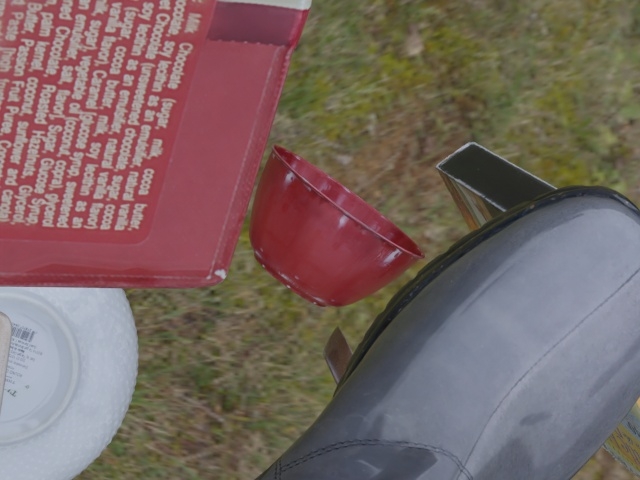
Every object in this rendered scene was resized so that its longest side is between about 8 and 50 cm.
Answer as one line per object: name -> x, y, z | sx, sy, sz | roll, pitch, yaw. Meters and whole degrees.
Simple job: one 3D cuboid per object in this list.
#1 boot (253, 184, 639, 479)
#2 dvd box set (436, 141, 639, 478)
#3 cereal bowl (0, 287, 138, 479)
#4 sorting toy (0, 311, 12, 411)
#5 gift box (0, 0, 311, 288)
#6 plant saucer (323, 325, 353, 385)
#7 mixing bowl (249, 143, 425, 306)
boot -> 0.038, 0.119, 0.596 | 0.338, 0.223, 0.118 | -45, 99, -2
dvd box set -> 0.301, 0.102, 1.784 | 0.062, 0.307, 0.420 | -34, 116, -6
cereal bowl -> -0.355, 0.130, 1.681 | 0.339, 0.141, 0.338 | -1, 94, -19
sorting toy -> -0.329, 0.173, 1.481 | 0.038, 0.208, 0.193 | 11, 76, -21
gift box -> -0.151, -0.157, 0.417 | 0.276, 0.258, 0.255 | 7, 121, -28
plant saucer -> 0.042, 0.165, 1.529 | 0.029, 0.168, 0.168 | -26, 97, -2
mixing bowl -> 0.000, 0.000, 1.487 | 0.181, 0.181, 0.098 | 33, 98, -17
